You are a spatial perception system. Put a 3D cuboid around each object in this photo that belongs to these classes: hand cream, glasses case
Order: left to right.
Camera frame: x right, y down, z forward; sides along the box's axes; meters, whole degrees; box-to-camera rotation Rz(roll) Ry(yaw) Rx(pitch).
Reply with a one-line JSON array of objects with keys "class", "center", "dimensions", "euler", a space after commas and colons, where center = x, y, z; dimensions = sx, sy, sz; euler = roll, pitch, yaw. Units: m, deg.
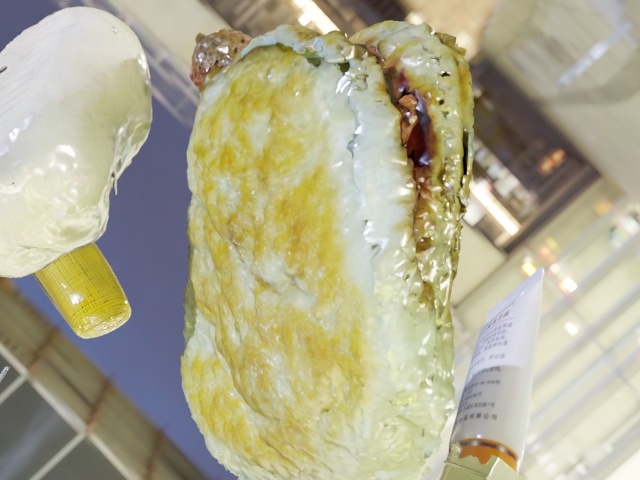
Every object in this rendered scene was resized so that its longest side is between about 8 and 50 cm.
[{"class": "glasses case", "center": [-0.295, 0.018, 1.761], "dimensions": [0.234, 0.079, 0.064], "euler": [50, 156, 33]}, {"class": "hand cream", "center": [0.213, 0.183, 1.907], "dimensions": [0.089, 0.139, 0.314], "euler": [24, -125, -14]}]

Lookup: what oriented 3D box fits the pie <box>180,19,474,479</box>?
[{"class": "pie", "center": [0.005, 0.024, 1.301], "dimensions": [0.180, 0.418, 0.395], "euler": [0, -176, -28]}]

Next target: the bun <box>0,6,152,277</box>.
[{"class": "bun", "center": [-0.258, -0.082, 1.415], "dimensions": [0.168, 0.273, 0.273], "euler": [35, -168, -26]}]

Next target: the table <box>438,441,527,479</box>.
[{"class": "table", "center": [0.155, 0.259, 1.548], "dimensions": [0.062, 0.083, 0.079], "euler": [14, 160, 45]}]

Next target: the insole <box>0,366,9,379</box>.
[{"class": "insole", "center": [-0.408, 0.216, 1.752], "dimensions": [0.007, 0.109, 0.322], "euler": [34, -166, -6]}]
